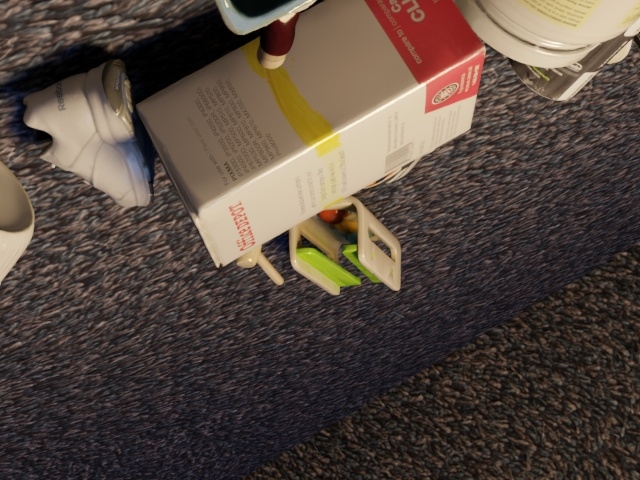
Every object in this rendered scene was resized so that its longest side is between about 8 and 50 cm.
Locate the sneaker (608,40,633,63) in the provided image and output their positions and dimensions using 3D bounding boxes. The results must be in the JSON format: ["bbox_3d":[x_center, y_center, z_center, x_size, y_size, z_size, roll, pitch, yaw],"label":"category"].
[{"bbox_3d":[0.446,-0.327,2.000,0.075,0.057,0.161,-3,156,-13],"label":"sneaker"}]

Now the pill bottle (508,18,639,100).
[{"bbox_3d":[0.378,-0.315,1.812,0.130,0.130,0.246,-10,155,-39],"label":"pill bottle"}]

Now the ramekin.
[{"bbox_3d":[-0.413,-0.033,1.434,0.109,0.207,0.207,-44,156,17],"label":"ramekin"}]

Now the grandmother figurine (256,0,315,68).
[{"bbox_3d":[-0.051,-0.262,1.195,0.104,0.208,0.342,-23,-163,-3],"label":"grandmother figurine"}]

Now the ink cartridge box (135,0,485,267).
[{"bbox_3d":[-0.009,-0.150,1.593,0.384,0.160,0.279,-30,167,-6],"label":"ink cartridge box"}]

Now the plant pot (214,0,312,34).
[{"bbox_3d":[-0.032,-0.361,0.968,0.247,0.252,0.248,-26,139,0],"label":"plant pot"}]

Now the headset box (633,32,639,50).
[{"bbox_3d":[0.665,-0.368,2.040,0.246,0.131,0.283,-2,148,-50],"label":"headset box"}]

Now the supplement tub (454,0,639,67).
[{"bbox_3d":[0.298,-0.365,1.432,0.235,0.235,0.325,-15,157,-30],"label":"supplement tub"}]

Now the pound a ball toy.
[{"bbox_3d":[0.000,0.000,2.179,0.208,0.136,0.319,-5,165,16],"label":"pound a ball toy"}]

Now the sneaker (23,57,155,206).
[{"bbox_3d":[-0.271,-0.122,1.565,0.129,0.111,0.297,-9,156,0],"label":"sneaker"}]

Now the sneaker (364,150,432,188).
[{"bbox_3d":[0.103,-0.165,1.852,0.127,0.126,0.321,-19,159,-30],"label":"sneaker"}]
